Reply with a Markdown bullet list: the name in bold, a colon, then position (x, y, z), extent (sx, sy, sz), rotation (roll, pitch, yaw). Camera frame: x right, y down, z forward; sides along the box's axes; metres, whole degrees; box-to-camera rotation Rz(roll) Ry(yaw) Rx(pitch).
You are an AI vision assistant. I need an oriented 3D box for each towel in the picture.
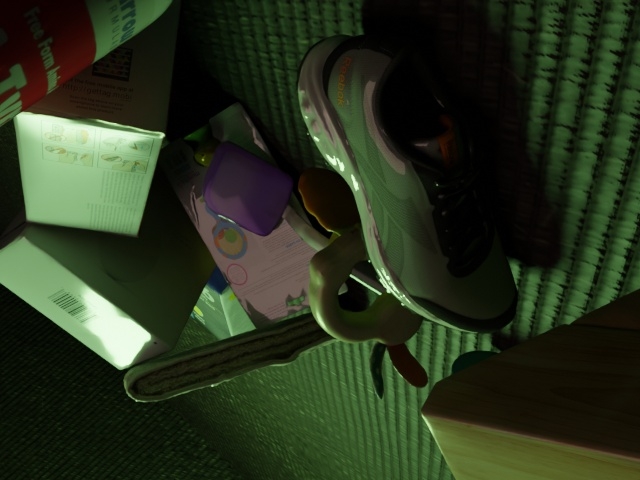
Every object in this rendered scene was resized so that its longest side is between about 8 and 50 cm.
- **towel**: position (-0.104, 0.143, 1.113), extent (0.187, 0.282, 0.049), rotation (151, 102, -75)

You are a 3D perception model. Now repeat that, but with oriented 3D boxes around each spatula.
- **spatula**: position (0.000, 0.000, 0.942), extent (0.296, 0.030, 0.084), rotation (34, 113, 18)

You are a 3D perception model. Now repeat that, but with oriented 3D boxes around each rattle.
- **rattle**: position (0.036, 0.047, 0.887), extent (0.143, 0.130, 0.200), rotation (26, 154, 41)

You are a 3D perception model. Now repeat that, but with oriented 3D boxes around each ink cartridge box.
- **ink cartridge box**: position (-0.216, -0.179, 0.897), extent (0.130, 0.272, 0.309), rotation (8, 163, -14)
- **ink cartridge box**: position (-0.230, 0.015, 1.432), extent (0.303, 0.072, 0.307), rotation (40, 159, 24)

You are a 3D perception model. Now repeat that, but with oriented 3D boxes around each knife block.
- **knife block**: position (0.220, 0.131, 0.506), extent (0.242, 0.275, 0.088), rotation (-108, -9, -60)

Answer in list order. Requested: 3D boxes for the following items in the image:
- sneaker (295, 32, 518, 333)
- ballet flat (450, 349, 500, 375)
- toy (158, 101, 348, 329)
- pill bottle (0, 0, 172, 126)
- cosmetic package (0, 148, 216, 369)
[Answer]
- **sneaker**: position (0.082, -0.035, 0.683), extent (0.108, 0.100, 0.271), rotation (2, 129, 56)
- **ballet flat**: position (0.200, 0.157, 0.817), extent (0.203, 0.074, 0.074), rotation (12, 138, 55)
- **toy**: position (-0.073, -0.030, 1.020), extent (0.137, 0.056, 0.237), rotation (-25, 102, 31)
- **pill bottle**: position (-0.245, -0.200, 0.607), extent (0.229, 0.407, 0.229), rotation (41, 158, 20)
- **cosmetic package**: position (-0.256, 0.000, 1.132), extent (0.224, 0.225, 0.138), rotation (42, 140, -22)
